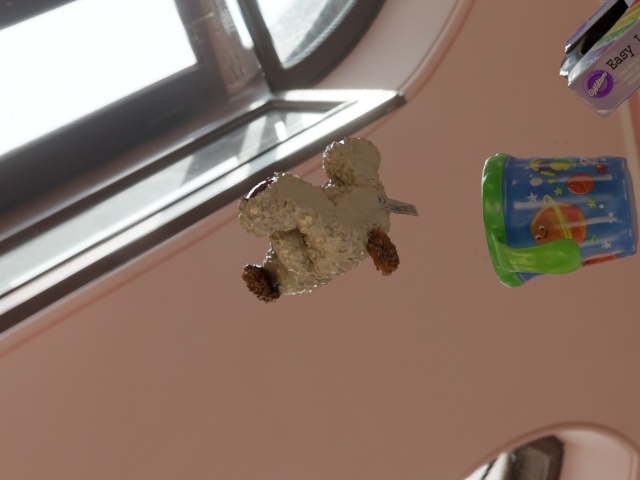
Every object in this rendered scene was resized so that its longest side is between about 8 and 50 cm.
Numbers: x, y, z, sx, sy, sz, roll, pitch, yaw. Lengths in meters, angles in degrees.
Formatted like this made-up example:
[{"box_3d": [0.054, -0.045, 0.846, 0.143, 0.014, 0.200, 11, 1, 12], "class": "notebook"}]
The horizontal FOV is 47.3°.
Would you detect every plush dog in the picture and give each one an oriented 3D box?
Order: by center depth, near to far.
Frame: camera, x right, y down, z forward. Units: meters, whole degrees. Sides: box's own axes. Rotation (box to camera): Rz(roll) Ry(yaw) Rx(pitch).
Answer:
[{"box_3d": [0.000, 0.000, 1.089, 0.210, 0.262, 0.225, 51, -38, 6], "class": "plush dog"}]

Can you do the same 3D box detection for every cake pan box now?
[{"box_3d": [0.413, -0.287, 0.892, 0.070, 0.245, 0.267, 41, -58, -4], "class": "cake pan box"}]

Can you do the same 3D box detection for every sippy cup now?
[{"box_3d": [0.414, -0.046, 1.245, 0.224, 0.305, 0.240, -7, -31, 26], "class": "sippy cup"}]
